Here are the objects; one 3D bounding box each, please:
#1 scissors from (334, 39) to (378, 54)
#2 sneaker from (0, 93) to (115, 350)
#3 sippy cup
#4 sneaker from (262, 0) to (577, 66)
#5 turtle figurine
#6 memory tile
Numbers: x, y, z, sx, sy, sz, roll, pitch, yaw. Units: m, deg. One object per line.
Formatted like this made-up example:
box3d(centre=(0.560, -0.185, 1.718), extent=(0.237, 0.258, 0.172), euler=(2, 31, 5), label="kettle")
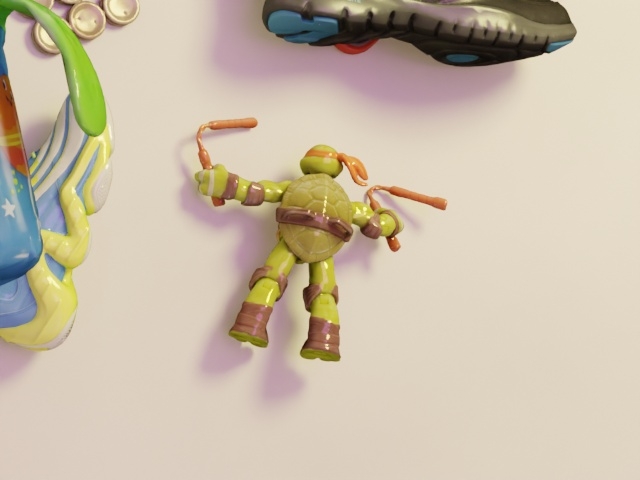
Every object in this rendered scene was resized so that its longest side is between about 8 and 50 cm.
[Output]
box3d(centre=(0.076, -0.319, 1.743), extent=(0.109, 0.021, 0.297), euler=(41, 64, -16), label="scissors")
box3d(centre=(-0.258, -0.029, 1.483), extent=(0.126, 0.091, 0.240), euler=(14, 77, -24), label="sneaker")
box3d(centre=(-0.331, -0.058, 1.355), extent=(0.240, 0.305, 0.224), euler=(-16, 83, -42), label="sippy cup")
box3d(centre=(0.108, -0.253, 1.666), extent=(0.341, 0.125, 0.139), euler=(7, 79, -29), label="sneaker")
box3d(centre=(0.000, 0.000, 1.611), extent=(0.270, 0.087, 0.217), euler=(16, 75, -24), label="turtle figurine")
box3d(centre=(-0.242, -0.251, 1.571), extent=(0.113, 0.012, 0.148), euler=(-29, 96, -28), label="memory tile")
